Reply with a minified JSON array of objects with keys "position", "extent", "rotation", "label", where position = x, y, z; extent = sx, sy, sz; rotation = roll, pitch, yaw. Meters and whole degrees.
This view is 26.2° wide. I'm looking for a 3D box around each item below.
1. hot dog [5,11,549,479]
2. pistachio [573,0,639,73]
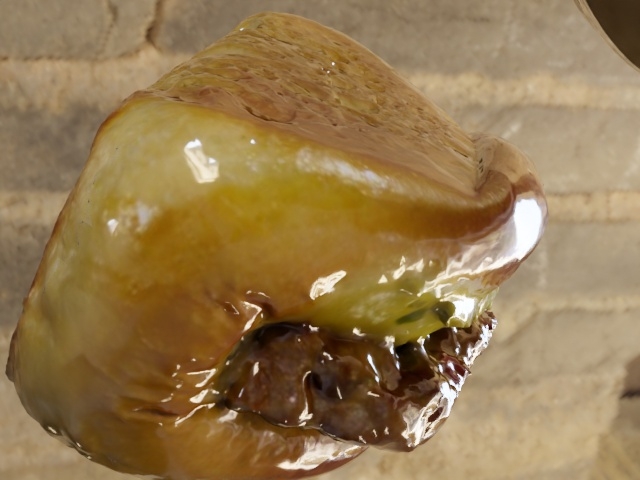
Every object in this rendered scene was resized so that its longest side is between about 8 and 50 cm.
[{"position":[-0.001,0.001,0.766],"extent":[0.223,0.405,0.185],"rotation":[23,-72,1],"label":"hot dog"},{"position":[0.152,-0.172,0.454],"extent":[0.162,0.181,0.293],"rotation":[-37,-38,-34],"label":"pistachio"}]
